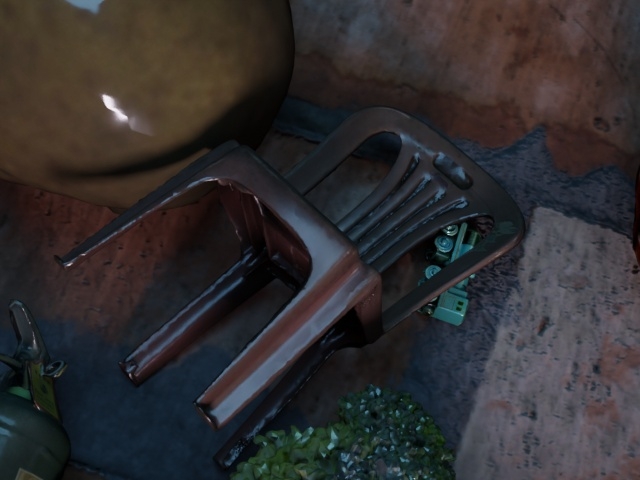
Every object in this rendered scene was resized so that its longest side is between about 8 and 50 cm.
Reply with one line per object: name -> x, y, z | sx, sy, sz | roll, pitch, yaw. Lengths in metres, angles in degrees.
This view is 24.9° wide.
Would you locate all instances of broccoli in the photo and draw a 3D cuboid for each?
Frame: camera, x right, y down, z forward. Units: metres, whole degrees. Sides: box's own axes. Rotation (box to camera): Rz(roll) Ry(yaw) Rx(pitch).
broccoli -> 0.017, 0.226, 0.960 | 0.198, 0.226, 0.176 | -1, 38, -31

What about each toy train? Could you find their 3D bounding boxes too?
toy train -> 0.103, 0.023, 1.157 | 0.045, 0.029, 0.092 | 20, 60, -1

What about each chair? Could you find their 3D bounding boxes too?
chair -> 0.000, 0.000, 1.054 | 0.326, 0.183, 0.175 | -42, 69, -16

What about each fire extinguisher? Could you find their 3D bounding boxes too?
fire extinguisher -> -0.248, 0.196, 0.989 | 0.095, 0.114, 0.311 | -2, 52, 35

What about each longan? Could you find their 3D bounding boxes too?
longan -> -0.165, -0.159, 1.103 | 0.297, 0.297, 0.297 | 2, 60, -3

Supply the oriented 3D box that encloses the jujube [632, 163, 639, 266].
jujube -> 0.349, -0.034, 1.089 | 0.213, 0.232, 0.213 | 3, 63, -6
